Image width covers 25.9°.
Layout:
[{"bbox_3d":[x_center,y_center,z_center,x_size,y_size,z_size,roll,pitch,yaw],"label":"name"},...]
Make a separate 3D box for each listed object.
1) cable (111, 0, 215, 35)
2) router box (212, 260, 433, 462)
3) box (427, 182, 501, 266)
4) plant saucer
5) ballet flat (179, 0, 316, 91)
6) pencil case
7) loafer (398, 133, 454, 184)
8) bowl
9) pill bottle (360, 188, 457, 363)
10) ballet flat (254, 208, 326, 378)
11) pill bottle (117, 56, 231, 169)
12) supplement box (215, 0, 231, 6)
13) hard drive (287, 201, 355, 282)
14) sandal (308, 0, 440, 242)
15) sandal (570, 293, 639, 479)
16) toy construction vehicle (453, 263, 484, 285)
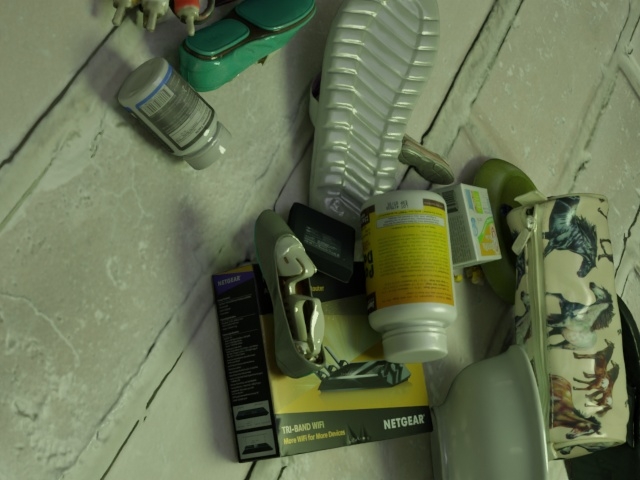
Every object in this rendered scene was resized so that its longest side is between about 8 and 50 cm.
[{"bbox_3d":[-0.192,-0.386,1.757,0.139,0.072,0.287,7,76,-21],"label":"cable"},{"bbox_3d":[0.008,0.152,1.828,0.309,0.081,0.243,-1,79,-48],"label":"router box"},{"bbox_3d":[0.186,-0.015,2.005,0.203,0.103,0.114,-2,80,-73],"label":"box"},{"bbox_3d":[0.314,-0.017,2.228,0.241,0.037,0.241,20,65,-51],"label":"plant saucer"},{"bbox_3d":[-0.102,-0.262,1.836,0.083,0.087,0.247,36,45,19],"label":"ballet flat"},{"bbox_3d":[0.362,0.131,2.078,0.183,0.160,0.410,9,73,-36],"label":"pencil case"},{"bbox_3d":[0.160,-0.126,2.110,0.125,0.045,0.039,28,52,-37],"label":"loafer"},{"bbox_3d":[0.227,0.298,1.946,0.298,0.134,0.298,175,-90,-88],"label":"bowl"},{"bbox_3d":[0.117,0.049,1.830,0.117,0.117,0.215,14,66,-45],"label":"pill bottle"},{"bbox_3d":[-0.029,0.061,1.702,0.072,0.068,0.213,0,78,-47],"label":"ballet flat"},{"bbox_3d":[-0.177,-0.154,1.716,0.137,0.078,0.078,46,49,-30],"label":"pill bottle"},{"bbox_3d":[-0.119,-0.418,1.838,0.081,0.104,0.188,-33,104,-48],"label":"supplement box"},{"bbox_3d":[0.000,0.000,1.828,0.094,0.022,0.135,24,24,-8],"label":"hard drive"},{"bbox_3d":[0.051,-0.200,1.977,0.169,0.102,0.416,23,74,-26],"label":"sandal"},{"bbox_3d":[0.435,0.263,2.199,0.107,0.167,0.446,-12,89,-52],"label":"sandal"},{"bbox_3d":[0.223,0.020,2.147,0.086,0.035,0.098,14,69,-55],"label":"toy construction vehicle"}]
